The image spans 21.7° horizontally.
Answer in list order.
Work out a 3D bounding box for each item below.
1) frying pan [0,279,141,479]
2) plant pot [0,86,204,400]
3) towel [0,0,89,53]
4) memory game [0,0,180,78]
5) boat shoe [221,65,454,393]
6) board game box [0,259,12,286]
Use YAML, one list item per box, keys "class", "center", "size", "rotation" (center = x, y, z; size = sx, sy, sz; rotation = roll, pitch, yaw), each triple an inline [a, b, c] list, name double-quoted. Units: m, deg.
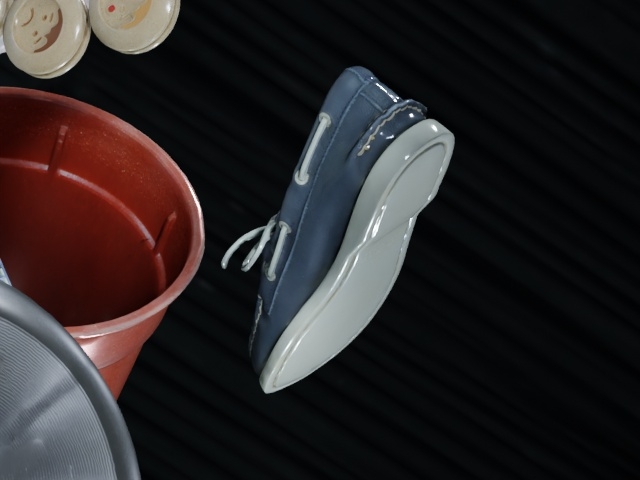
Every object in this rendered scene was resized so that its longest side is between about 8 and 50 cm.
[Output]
- class: "frying pan"
  center: [-0.183, 0.072, 0.531]
  size: [0.053, 0.326, 0.197]
  rotation: [-25, -124, 42]
- class: "plant pot"
  center: [-0.257, 0.064, 1.355]
  size: [0.272, 0.272, 0.265]
  rotation: [-65, 178, -50]
- class: "towel"
  center: [-0.256, -0.223, 0.909]
  size: [0.331, 0.317, 0.053]
  rotation: [-31, 165, -31]
- class: "memory game"
  center: [-0.096, -0.153, 0.641]
  size: [0.186, 0.186, 0.012]
  rotation: [-55, 155, 8]
- class: "boat shoe"
  center: [0.000, 0.000, 1.032]
  size: [0.095, 0.079, 0.254]
  rotation: [-31, 157, -35]
- class: "board game box"
  center: [-0.275, 0.087, 1.066]
  size: [0.194, 0.194, 0.060]
  rotation: [-20, 171, -34]
